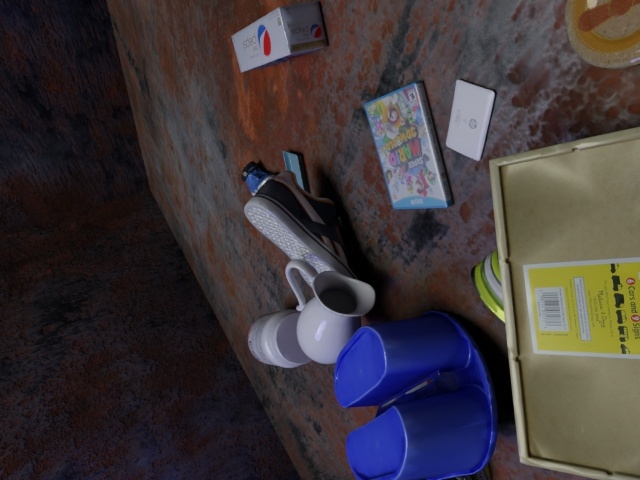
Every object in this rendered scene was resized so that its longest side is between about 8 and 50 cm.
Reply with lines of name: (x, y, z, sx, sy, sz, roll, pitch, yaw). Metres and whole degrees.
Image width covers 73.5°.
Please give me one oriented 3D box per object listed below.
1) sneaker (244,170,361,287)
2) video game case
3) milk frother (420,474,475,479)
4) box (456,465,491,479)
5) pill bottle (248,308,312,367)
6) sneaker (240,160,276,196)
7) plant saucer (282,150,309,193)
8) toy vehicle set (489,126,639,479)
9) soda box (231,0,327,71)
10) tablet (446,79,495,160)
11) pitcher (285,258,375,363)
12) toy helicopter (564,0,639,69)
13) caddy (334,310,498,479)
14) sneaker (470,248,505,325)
sneaker: (0.000, 0.000, 0.851, 0.126, 0.128, 0.321, -8, 130, 47)
video game case: (0.121, -0.125, 0.606, 0.119, 0.015, 0.167, 6, 117, 62)
milk frother: (0.193, 0.457, 0.730, 0.129, 0.135, 0.143, 9, 129, 24)
box: (0.251, 0.394, 0.771, 0.105, 0.043, 0.179, 12, 120, 60)
pill bottle: (-0.104, 0.283, 1.238, 0.161, 0.160, 0.283, 65, 155, 2)
sneaker: (-0.160, -0.162, 1.081, 0.085, 0.058, 0.152, 59, 162, -5)
plant saucer: (-0.044, -0.104, 0.952, 0.067, 0.018, 0.192, 29, 137, 53)
toy vehicle set: (0.233, 0.051, 0.335, 0.165, 0.035, 0.267, -6, 87, 38)
soda box: (-0.078, -0.345, 0.739, 0.216, 0.073, 0.069, 21, 129, 57)
tablet: (0.173, -0.140, 0.501, 0.054, 0.006, 0.083, 42, 146, 41)
pitcher: (0.001, 0.136, 0.821, 0.177, 0.125, 0.207, 34, 142, 18)
toy helicopter: (0.276, -0.109, 0.175, 0.355, 0.140, 0.235, 42, 144, 46)
caddy: (0.150, 0.260, 0.703, 0.341, 0.179, 0.242, 113, 151, -55)
sneaker: (0.276, 0.080, 0.376, 0.300, 0.111, 0.121, 42, 136, 31)
